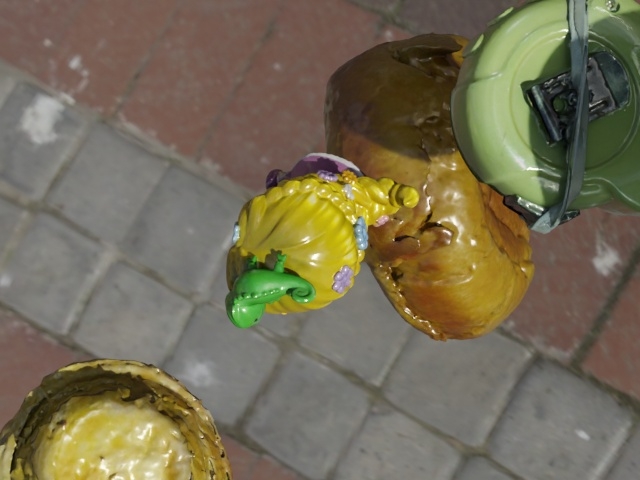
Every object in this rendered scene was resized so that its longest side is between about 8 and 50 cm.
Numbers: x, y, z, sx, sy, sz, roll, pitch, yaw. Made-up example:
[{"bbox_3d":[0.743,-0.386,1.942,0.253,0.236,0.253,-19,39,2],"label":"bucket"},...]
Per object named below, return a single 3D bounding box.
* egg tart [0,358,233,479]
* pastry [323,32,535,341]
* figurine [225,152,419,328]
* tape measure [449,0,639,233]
[{"bbox_3d":[-0.154,0.176,1.142,0.191,0.074,0.191,4,70,-10],"label":"egg tart"},{"bbox_3d":[0.127,-0.064,1.606,0.164,0.356,0.356,-18,70,22],"label":"pastry"},{"bbox_3d":[0.000,0.000,1.007,0.115,0.156,0.094,-11,111,25],"label":"figurine"},{"bbox_3d":[0.188,-0.100,1.144,0.175,0.106,0.200,-18,95,-9],"label":"tape measure"}]
